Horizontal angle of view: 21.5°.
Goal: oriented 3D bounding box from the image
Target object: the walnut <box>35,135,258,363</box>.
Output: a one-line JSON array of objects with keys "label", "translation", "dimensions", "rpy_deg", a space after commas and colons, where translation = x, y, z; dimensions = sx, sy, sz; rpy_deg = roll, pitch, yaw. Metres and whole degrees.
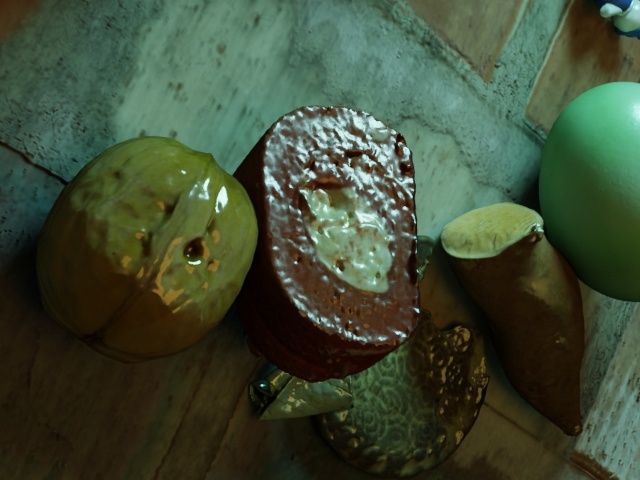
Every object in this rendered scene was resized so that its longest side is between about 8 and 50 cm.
[{"label": "walnut", "translation": [-0.165, 0.006, 1.613], "dimensions": [0.195, 0.195, 0.222], "rpy_deg": [47, 69, -35]}]

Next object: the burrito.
[{"label": "burrito", "translation": [-0.019, 0.157, 1.838], "dimensions": [0.118, 0.044, 0.074], "rpy_deg": [-8, 103, -8]}]

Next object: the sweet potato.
[{"label": "sweet potato", "translation": [0.262, 0.100, 2.026], "dimensions": [0.131, 0.131, 0.337], "rpy_deg": [-46, 124, -24]}]

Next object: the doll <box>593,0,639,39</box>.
[{"label": "doll", "translation": [0.369, -0.300, 2.085], "dimensions": [0.143, 0.057, 0.099], "rpy_deg": [48, 47, -36]}]

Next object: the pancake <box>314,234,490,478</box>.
[{"label": "pancake", "translation": [0.094, 0.135, 1.954], "dimensions": [0.288, 0.033, 0.286], "rpy_deg": [10, 90, -41]}]

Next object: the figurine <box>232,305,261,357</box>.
[{"label": "figurine", "translation": [-0.031, 0.057, 1.815], "dimensions": [0.140, 0.068, 0.075], "rpy_deg": [-46, 121, -31]}]

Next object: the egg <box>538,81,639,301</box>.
[{"label": "egg", "translation": [0.373, -0.058, 2.025], "dimensions": [0.220, 0.220, 0.270], "rpy_deg": [-23, 106, -35]}]

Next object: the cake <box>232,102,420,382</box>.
[{"label": "cake", "translation": [0.000, 0.000, 1.724], "dimensions": [0.177, 0.151, 0.283], "rpy_deg": [6, 69, -17]}]
